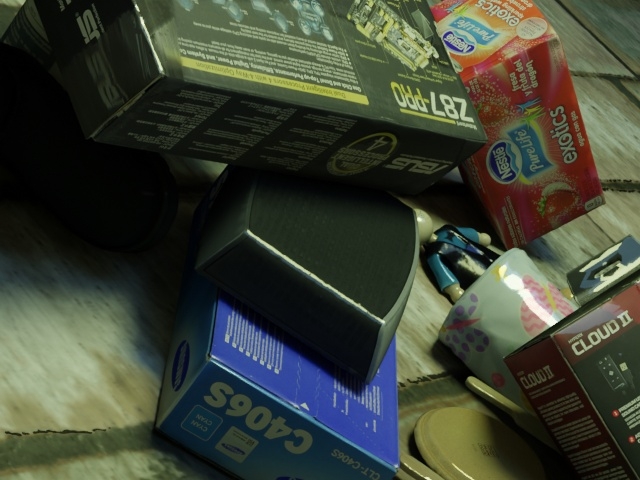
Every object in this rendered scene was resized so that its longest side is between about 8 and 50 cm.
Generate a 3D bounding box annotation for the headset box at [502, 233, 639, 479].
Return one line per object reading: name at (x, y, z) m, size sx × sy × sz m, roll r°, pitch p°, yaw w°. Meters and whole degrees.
headset box at (0.309, 0.133, 1.569) m, size 0.218 × 0.110 × 0.293 m, roll -31°, pitch 86°, yaw -22°

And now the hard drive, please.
hard drive at (0.000, 0.000, 1.484) m, size 0.172 × 0.054 × 0.254 m, roll 34°, pitch 23°, yaw -6°

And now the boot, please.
boot at (-0.247, -0.079, 1.412) m, size 0.246 × 0.094 × 0.207 m, roll 42°, pitch 19°, yaw 26°

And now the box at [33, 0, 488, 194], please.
box at (-0.064, -0.208, 1.492) m, size 0.395 × 0.097 × 0.318 m, roll 6°, pitch 53°, yaw -51°

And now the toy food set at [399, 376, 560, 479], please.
toy food set at (0.131, 0.187, 1.554) m, size 0.132 × 0.038 × 0.192 m, roll 35°, pitch 27°, yaw 11°

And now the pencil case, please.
pencil case at (0.234, 0.128, 1.700) m, size 0.273 × 0.113 × 0.124 m, roll 42°, pitch 36°, yaw 12°

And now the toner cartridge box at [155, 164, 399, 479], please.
toner cartridge box at (-0.027, 0.069, 1.485) m, size 0.165 × 0.075 × 0.348 m, roll 31°, pitch 23°, yaw -13°

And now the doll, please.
doll at (0.156, 0.027, 1.865) m, size 0.189 × 0.046 × 0.129 m, roll 29°, pitch 33°, yaw -5°

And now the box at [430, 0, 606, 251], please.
box at (0.193, -0.130, 1.970) m, size 0.128 × 0.123 × 0.257 m, roll 62°, pitch -3°, yaw 45°

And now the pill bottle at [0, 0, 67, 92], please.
pill bottle at (-0.191, -0.178, 1.572) m, size 0.108 × 0.180 × 0.108 m, roll 32°, pitch 24°, yaw -16°
